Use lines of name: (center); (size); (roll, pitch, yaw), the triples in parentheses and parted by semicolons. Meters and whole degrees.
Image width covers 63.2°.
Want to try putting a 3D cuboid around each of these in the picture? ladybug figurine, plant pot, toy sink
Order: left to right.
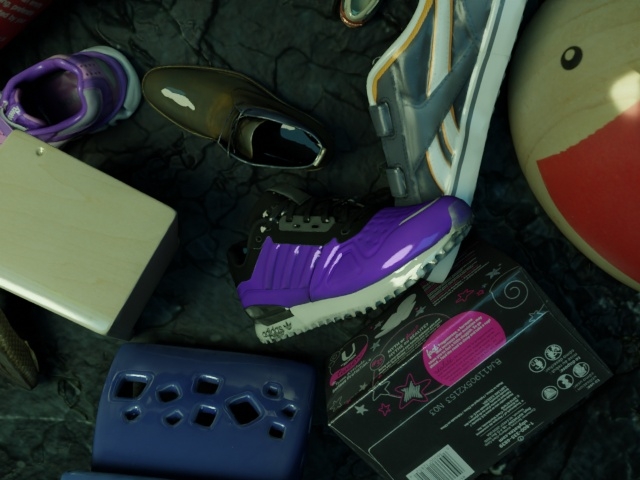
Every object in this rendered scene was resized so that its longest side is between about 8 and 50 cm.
toy sink: (-0.239, 0.011, 0.532); (0.152, 0.234, 0.131); (28, 72, -7)
plant pot: (-0.135, 0.270, 0.550); (0.236, 0.212, 0.236); (8, 113, -3)
ladybug figurine: (0.396, -0.088, 0.519); (0.449, 0.162, 0.305); (37, 100, -9)

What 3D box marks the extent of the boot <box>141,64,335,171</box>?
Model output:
boot: (-0.085, -0.128, 0.527); (0.219, 0.106, 0.082); (19, 102, -6)

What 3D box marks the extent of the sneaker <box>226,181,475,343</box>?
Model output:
sneaker: (-0.001, 0.000, 0.514); (0.293, 0.102, 0.146); (-28, 91, 40)

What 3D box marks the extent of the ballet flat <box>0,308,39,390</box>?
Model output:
ballet flat: (-0.366, 0.074, 0.564); (0.084, 0.058, 0.250); (9, 132, 24)

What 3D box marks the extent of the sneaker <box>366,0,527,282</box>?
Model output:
sneaker: (0.108, -0.117, 0.527); (0.127, 0.126, 0.321); (12, 110, 9)

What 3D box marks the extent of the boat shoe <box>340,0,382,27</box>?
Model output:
boat shoe: (0.059, -0.284, 0.526); (0.049, 0.043, 0.137); (26, 100, -5)

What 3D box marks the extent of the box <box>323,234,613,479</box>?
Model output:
box: (0.147, 0.142, 0.580); (0.247, 0.142, 0.163); (-41, 102, 9)

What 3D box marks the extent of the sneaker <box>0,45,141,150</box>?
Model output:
sneaker: (-0.300, -0.117, 0.528); (0.236, 0.104, 0.095); (-33, 103, 8)

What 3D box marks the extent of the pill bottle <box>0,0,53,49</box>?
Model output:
pill bottle: (-0.364, -0.253, 0.430); (0.407, 0.229, 0.229); (-37, 101, 7)
